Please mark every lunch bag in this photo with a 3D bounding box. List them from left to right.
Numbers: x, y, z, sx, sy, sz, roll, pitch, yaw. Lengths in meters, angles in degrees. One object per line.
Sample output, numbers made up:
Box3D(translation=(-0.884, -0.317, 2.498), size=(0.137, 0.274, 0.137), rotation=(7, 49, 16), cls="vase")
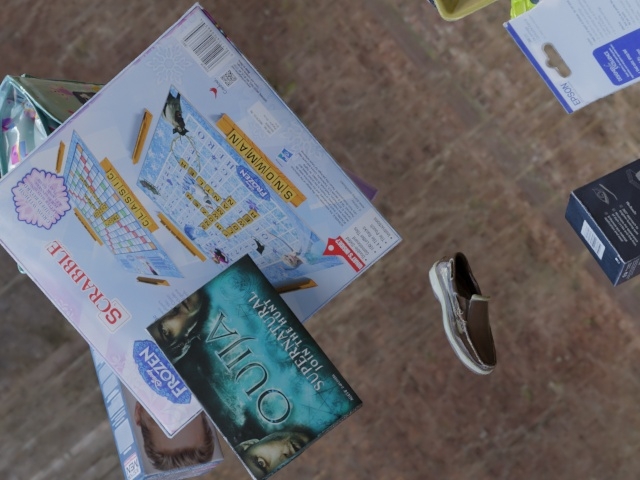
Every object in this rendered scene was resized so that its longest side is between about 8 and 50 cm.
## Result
Box3D(translation=(-0.318, -0.103, 1.572), size=(0.223, 0.160, 0.262), rotation=(-5, -103, -51), cls="lunch bag")

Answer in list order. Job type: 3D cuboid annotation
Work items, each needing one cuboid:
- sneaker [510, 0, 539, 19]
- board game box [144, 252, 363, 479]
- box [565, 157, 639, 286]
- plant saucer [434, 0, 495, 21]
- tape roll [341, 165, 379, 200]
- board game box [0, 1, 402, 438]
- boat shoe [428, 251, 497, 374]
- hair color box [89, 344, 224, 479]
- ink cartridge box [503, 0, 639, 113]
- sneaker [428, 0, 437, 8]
Box3D(translation=(0.376, -0.342, 1.622), size=(0.123, 0.109, 0.295), rotation=(12, -179, -29), cls="sneaker")
Box3D(translation=(-0.065, 0.121, 1.094), size=(0.186, 0.126, 0.026), rotation=(51, 172, 15), cls="board game box")
Box3D(translation=(0.517, -0.034, 1.898), size=(0.156, 0.158, 0.093), rotation=(60, 169, 27), cls="box")
Box3D(translation=(0.278, -0.558, 1.790), size=(0.332, 0.333, 0.081), rotation=(65, -169, -2), cls="plant saucer")
Box3D(translation=(0.000, 0.000, 2.102), size=(0.090, 0.274, 0.275), rotation=(33, -173, 3), cls="tape roll")
Box3D(translation=(-0.137, -0.019, 1.185), size=(0.318, 0.318, 0.066), rotation=(50, -176, -1), cls="board game box")
Box3D(translation=(0.296, 0.140, 2.290), size=(0.095, 0.095, 0.257), rotation=(-2, -121, -41), cls="boat shoe")
Box3D(translation=(-0.327, 0.295, 2.239), size=(0.174, 0.105, 0.347), rotation=(-6, -113, -34), cls="hair color box")
Box3D(translation=(0.391, -0.280, 1.302), size=(0.165, 0.333, 0.065), rotation=(46, -145, -32), cls="ink cartridge box")
Box3D(translation=(0.199, -0.546, 2.164), size=(0.275, 0.107, 0.110), rotation=(45, -167, -31), cls="sneaker")
